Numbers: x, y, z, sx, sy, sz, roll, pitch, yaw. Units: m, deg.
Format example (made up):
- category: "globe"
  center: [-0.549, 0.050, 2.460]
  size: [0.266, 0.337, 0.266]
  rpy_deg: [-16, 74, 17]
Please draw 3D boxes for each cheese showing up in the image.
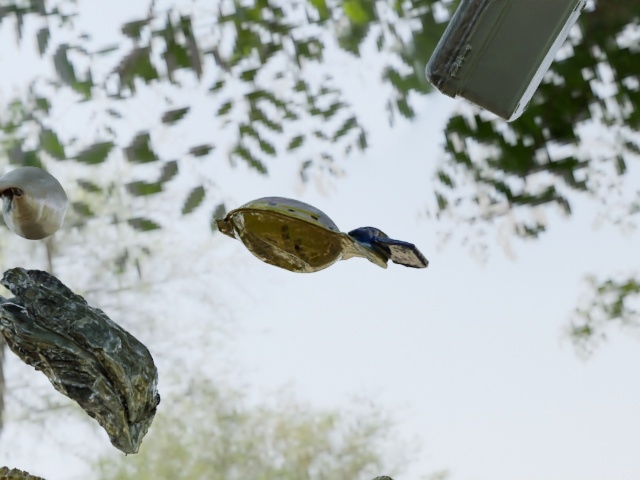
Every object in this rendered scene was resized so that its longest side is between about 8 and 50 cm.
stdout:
- category: "cheese"
  center: [0.000, 0.000, 1.602]
  size: [0.250, 0.064, 0.156]
  rpy_deg: [10, -17, 24]

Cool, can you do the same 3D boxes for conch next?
- category: "conch"
  center: [-0.383, -0.043, 1.825]
  size: [0.094, 0.104, 0.176]
  rpy_deg: [-50, 1, 12]

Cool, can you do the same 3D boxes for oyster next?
- category: "oyster"
  center: [-0.338, 0.155, 1.986]
  size: [0.162, 0.351, 0.158]
  rpy_deg: [-16, -39, -41]

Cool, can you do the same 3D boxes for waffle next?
- category: "waffle"
  center: [-0.394, 0.387, 2.178]
  size: [0.192, 0.046, 0.160]
  rpy_deg: [14, -14, 13]

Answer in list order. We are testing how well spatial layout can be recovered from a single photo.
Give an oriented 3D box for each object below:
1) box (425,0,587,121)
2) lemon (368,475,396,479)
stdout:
- category: "box"
  center: [0.233, -0.258, 1.786]
  size: [0.210, 0.129, 0.148]
  rpy_deg: [-61, -10, 15]
- category: "lemon"
  center: [0.072, 0.308, 1.684]
  size: [0.062, 0.062, 0.083]
  rpy_deg: [-7, -53, -21]
